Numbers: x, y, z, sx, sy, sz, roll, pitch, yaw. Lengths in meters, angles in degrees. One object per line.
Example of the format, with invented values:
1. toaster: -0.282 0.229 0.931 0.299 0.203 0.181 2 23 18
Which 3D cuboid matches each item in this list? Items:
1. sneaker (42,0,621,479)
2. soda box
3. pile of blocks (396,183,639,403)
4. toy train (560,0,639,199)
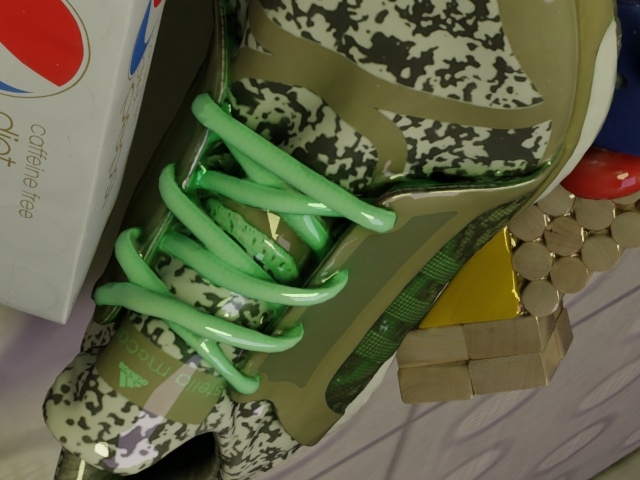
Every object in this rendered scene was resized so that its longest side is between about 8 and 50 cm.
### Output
1. sneaker: -0.021 0.012 0.531 0.182 0.158 0.410 -52 170 -37
2. soda box: -0.090 -0.064 0.429 0.216 0.074 0.069 115 -7 -53
3. pile of blocks: 0.154 -0.065 0.753 0.362 0.149 0.112 -50 175 22
4. toy train: 0.143 -0.090 0.556 0.143 0.248 0.105 -33 125 -33
